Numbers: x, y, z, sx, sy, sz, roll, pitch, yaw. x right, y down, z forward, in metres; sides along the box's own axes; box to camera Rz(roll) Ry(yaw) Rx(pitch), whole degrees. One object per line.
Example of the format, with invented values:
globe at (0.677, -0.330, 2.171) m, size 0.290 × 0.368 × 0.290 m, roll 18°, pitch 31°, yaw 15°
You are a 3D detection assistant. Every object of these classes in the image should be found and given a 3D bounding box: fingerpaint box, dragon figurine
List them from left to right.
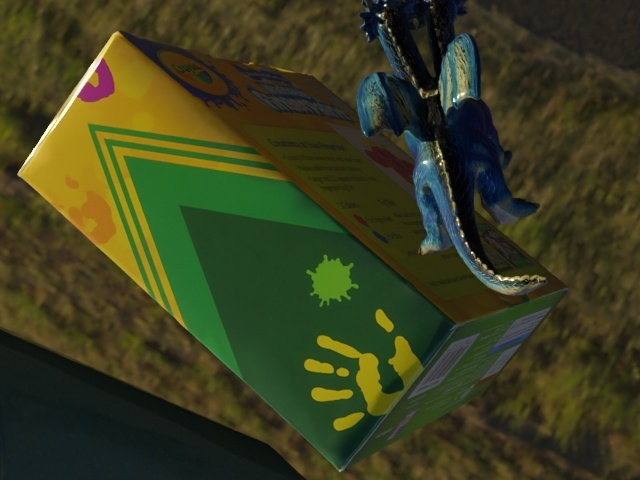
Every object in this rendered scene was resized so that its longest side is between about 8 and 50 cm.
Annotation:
fingerpaint box at (0.000, 0.000, 1.285) m, size 0.371 × 0.163 × 0.445 m, roll 41°, pitch -165°, yaw 14°
dragon figurine at (0.076, -0.075, 0.899) m, size 0.085 × 0.289 × 0.144 m, roll -20°, pitch 118°, yaw 13°

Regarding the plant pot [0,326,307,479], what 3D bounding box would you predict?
plant pot at (-0.185, 0.190, 0.729) m, size 0.334 × 0.341 × 0.341 m, roll 24°, pitch 170°, yaw -39°
